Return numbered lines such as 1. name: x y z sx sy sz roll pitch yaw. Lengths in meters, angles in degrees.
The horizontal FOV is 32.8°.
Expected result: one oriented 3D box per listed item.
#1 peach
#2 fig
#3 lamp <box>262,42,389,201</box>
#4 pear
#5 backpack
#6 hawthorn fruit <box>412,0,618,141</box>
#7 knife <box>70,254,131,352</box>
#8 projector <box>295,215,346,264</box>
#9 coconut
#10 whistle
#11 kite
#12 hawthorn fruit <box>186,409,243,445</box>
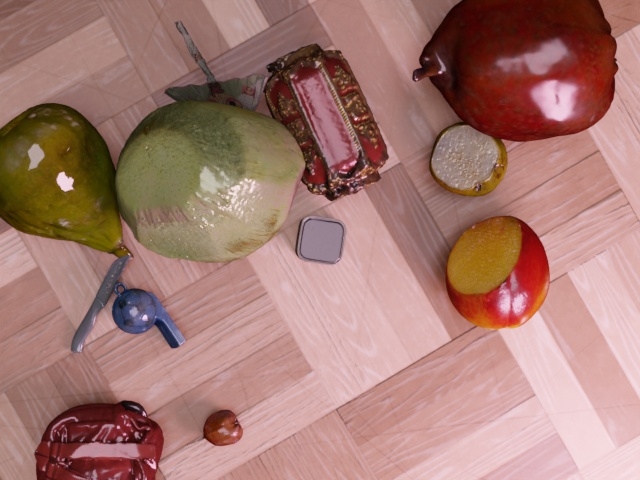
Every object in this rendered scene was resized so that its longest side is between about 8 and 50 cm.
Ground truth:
1. peach: 0.314 0.056 1.926 0.190 0.190 0.192 -13 110 -3
2. fig: -0.460 -0.077 1.863 0.233 0.233 0.314 -9 114 -3
3. lamp: 0.009 -0.209 1.918 0.177 0.177 0.273 -25 90 -3
4. pear: 0.269 -0.141 1.964 0.141 0.104 0.141 -4 76 15
5. backpack: -0.393 0.389 1.909 0.229 0.139 0.229 0 91 -6
6. hawthorn fruit: 0.348 -0.310 1.880 0.325 0.308 0.308 -9 91 21
7. knife: -0.397 0.111 1.953 0.028 0.015 0.210 33 99 25
8. projector: 0.000 0.000 1.957 0.083 0.082 0.083 9 89 -3
9. coconut: -0.180 -0.099 1.849 0.329 0.328 0.281 -25 71 -3
10. whistle: -0.319 0.141 1.939 0.090 0.090 0.157 -33 93 -3
11. kite: -0.188 -0.279 1.915 0.229 0.012 0.250 -6 127 32
12. hawthorn fruit: -0.191 0.349 1.963 0.103 0.067 0.066 -30 92 10
